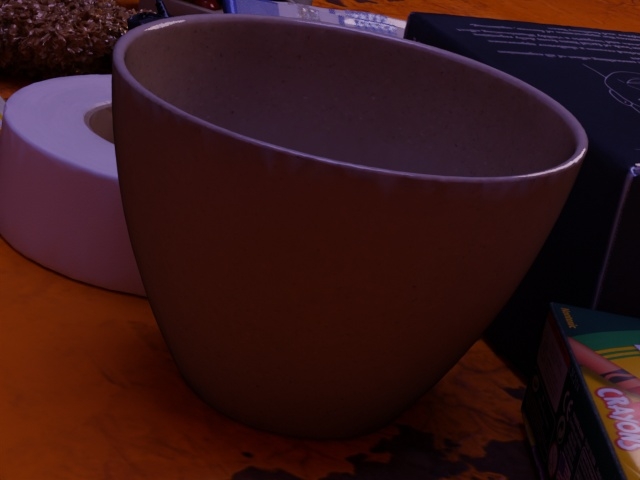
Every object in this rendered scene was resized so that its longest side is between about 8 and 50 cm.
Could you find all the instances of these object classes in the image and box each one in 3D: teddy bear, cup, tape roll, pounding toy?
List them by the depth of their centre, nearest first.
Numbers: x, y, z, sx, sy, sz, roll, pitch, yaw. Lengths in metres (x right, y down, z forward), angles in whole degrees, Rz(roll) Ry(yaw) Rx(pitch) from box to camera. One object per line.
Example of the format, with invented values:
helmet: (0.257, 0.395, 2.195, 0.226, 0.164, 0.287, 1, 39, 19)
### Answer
cup: (0.000, 0.000, 1.123, 0.331, 0.237, 0.331, 10, 21, -4)
tape roll: (-0.137, -0.052, 1.364, 0.286, 0.100, 0.286, 10, 21, -4)
teddy bear: (-0.297, -0.240, 1.729, 0.338, 0.113, 0.245, 7, 20, -13)
pounding toy: (-0.163, -0.278, 1.899, 0.141, 0.100, 0.130, 21, 23, 22)

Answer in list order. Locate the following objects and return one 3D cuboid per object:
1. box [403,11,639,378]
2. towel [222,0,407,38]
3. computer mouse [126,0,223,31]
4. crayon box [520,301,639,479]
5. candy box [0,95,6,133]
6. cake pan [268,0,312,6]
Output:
box: (0.262, -0.036, 1.377, 0.293, 0.212, 0.395, 2, 23, -24)
towel: (0.034, -0.168, 1.690, 0.285, 0.034, 0.209, 7, 52, -24)
computer mouse: (-0.134, -0.195, 1.673, 0.184, 0.060, 0.262, -13, 65, -49)
crayon box: (0.317, 0.180, 1.016, 0.313, 0.106, 0.363, 9, 22, -7)
candy box: (-0.389, -0.115, 1.487, 0.206, 0.027, 0.105, -1, 23, -29)
cake pan: (-0.133, -0.342, 1.966, 0.293, 0.054, 0.293, 22, -4, 1)
